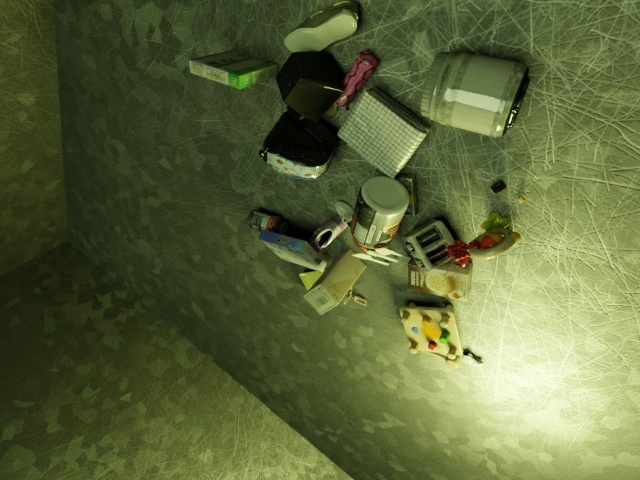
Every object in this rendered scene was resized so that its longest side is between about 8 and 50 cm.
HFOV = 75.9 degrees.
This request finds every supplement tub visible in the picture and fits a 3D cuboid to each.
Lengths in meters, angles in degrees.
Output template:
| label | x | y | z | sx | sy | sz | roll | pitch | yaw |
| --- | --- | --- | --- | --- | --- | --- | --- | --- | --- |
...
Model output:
| label | x | y | z | sx | sy | sz | roll | pitch | yaw |
| --- | --- | --- | --- | --- | --- | --- | --- | --- | --- |
| supplement tub | 0.228 | -0.095 | 1.661 | 0.194 | 0.193 | 0.315 | 31 | 150 | 13 |
| supplement tub | -0.268 | -0.085 | 2.090 | 0.198 | 0.106 | 0.105 | 19 | 128 | 22 |

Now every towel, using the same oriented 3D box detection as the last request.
| label | x | y | z | sx | sy | sz | roll | pitch | yaw |
| --- | --- | --- | --- | --- | --- | --- | --- | --- | --- |
| towel | 0.233 | -0.405 | 1.532 | 0.284 | 0.121 | 0.235 | 38 | 135 | 4 |

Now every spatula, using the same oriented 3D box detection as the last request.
| label | x | y | z | sx | sy | sz | roll | pitch | yaw |
| --- | --- | --- | --- | --- | --- | --- | --- | --- | --- |
| spatula | 0.277 | 0.073 | 1.778 | 0.168 | 0.242 | 0.019 | -21 | 63 | 40 |

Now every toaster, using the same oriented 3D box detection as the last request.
| label | x | y | z | sx | sy | sz | roll | pitch | yaw |
| --- | --- | --- | --- | --- | --- | --- | --- | --- | --- |
| toaster | 0.445 | 0.016 | 1.637 | 0.186 | 0.110 | 0.167 | -30 | 94 | 5 |

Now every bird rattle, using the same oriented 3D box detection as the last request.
| label | x | y | z | sx | sy | sz | roll | pitch | yaw |
| --- | --- | --- | --- | --- | --- | --- | --- | --- | --- |
| bird rattle | 0.595 | 0.005 | 1.481 | 0.142 | 0.254 | 0.207 | 66 | 173 | -11 |

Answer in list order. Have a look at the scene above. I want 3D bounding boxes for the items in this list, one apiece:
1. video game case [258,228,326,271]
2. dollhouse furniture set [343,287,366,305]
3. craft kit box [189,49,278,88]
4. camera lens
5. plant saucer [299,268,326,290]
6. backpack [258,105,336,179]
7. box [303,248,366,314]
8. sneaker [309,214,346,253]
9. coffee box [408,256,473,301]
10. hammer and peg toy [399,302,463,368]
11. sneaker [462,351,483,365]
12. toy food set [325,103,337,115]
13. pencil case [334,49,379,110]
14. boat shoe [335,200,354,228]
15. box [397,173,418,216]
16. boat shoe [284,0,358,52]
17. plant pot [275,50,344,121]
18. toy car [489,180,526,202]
| label | x | y | z | sx | sy | sz | roll | pitch | yaw |
| --- | --- | --- | --- | --- | --- | --- | --- | --- | --- |
| video game case | -0.135 | 0.050 | 2.025 | 0.270 | 0.061 | 0.244 | 15 | 162 | 32 |
| dollhouse furniture set | 0.172 | 0.294 | 2.069 | 0.115 | 0.081 | 0.090 | 22 | 130 | 20 |
| craft kit box | -0.339 | -0.685 | 1.631 | 0.247 | 0.250 | 0.060 | 22 | 130 | 21 |
| camera lens | 0.475 | -0.452 | 1.264 | 0.275 | 0.219 | 0.219 | 22 | 130 | 21 |
| plant saucer | 0.004 | 0.231 | 2.163 | 0.189 | 0.045 | 0.188 | -12 | 112 | 39 |
| backpack | -0.077 | -0.370 | 1.673 | 0.264 | 0.276 | 0.213 | 24 | 161 | 9 |
| box | 0.072 | 0.186 | 1.904 | 0.121 | 0.311 | 0.148 | 48 | 134 | -2 |
| sneaker | -0.001 | -0.001 | 1.932 | 0.102 | 0.161 | 0.282 | 41 | 135 | 2 |
| coffee box | 0.505 | 0.153 | 1.738 | 0.247 | 0.098 | 0.141 | 10 | 124 | 29 |
| hammer and peg toy | 0.520 | 0.462 | 1.919 | 0.266 | 0.127 | 0.360 | -1 | 119 | 34 |
| sneaker | 0.708 | 0.545 | 1.912 | 0.098 | 0.038 | 0.069 | 4 | 122 | 31 |
| toy food set | 0.030 | -0.539 | 1.639 | 0.084 | 0.020 | 0.082 | 12 | 126 | 27 |
| pencil case | 0.124 | -0.583 | 1.494 | 0.095 | 0.098 | 0.209 | 42 | 133 | 1 |
| boat shoe | 0.128 | -0.096 | 1.845 | 0.184 | 0.063 | 0.066 | 51 | 133 | -6 |
| box | 0.353 | -0.181 | 1.645 | 0.059 | 0.054 | 0.168 | 6 | 122 | 30 |
| boat shoe | 0.003 | -0.757 | 1.462 | 0.305 | 0.091 | 0.109 | -2 | 155 | 37 |
| plant pot | -0.054 | -0.581 | 1.517 | 0.188 | 0.167 | 0.187 | -39 | 60 | 44 |
| toy car | 0.657 | -0.159 | 1.458 | 0.122 | 0.060 | 0.040 | 43 | 166 | 11 |
